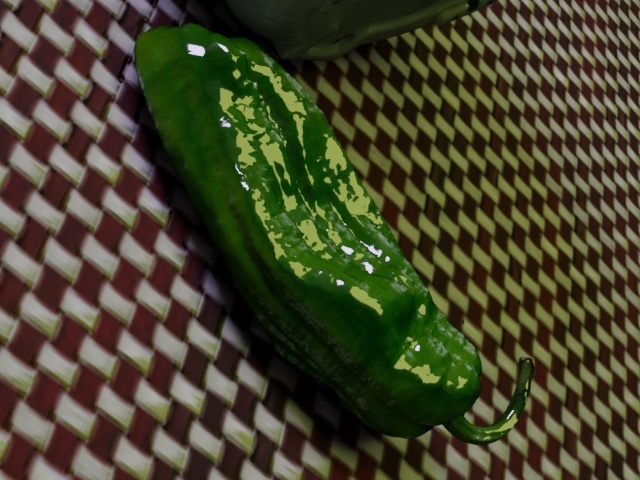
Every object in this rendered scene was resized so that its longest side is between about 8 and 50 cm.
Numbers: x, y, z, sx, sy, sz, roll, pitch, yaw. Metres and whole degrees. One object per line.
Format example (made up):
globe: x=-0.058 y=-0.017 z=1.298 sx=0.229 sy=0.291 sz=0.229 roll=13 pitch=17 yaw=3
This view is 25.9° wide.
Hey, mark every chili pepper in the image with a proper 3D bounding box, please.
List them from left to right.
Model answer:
chili pepper: x=-0.002 y=0.001 z=0.655 sx=0.257 sy=0.074 sz=0.100 roll=58 pitch=35 yaw=-2

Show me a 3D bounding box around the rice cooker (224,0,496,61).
rice cooker: x=0.031 y=-0.266 z=0.724 sx=0.288 sy=0.288 sz=0.277 roll=-13 pitch=75 yaw=-55
